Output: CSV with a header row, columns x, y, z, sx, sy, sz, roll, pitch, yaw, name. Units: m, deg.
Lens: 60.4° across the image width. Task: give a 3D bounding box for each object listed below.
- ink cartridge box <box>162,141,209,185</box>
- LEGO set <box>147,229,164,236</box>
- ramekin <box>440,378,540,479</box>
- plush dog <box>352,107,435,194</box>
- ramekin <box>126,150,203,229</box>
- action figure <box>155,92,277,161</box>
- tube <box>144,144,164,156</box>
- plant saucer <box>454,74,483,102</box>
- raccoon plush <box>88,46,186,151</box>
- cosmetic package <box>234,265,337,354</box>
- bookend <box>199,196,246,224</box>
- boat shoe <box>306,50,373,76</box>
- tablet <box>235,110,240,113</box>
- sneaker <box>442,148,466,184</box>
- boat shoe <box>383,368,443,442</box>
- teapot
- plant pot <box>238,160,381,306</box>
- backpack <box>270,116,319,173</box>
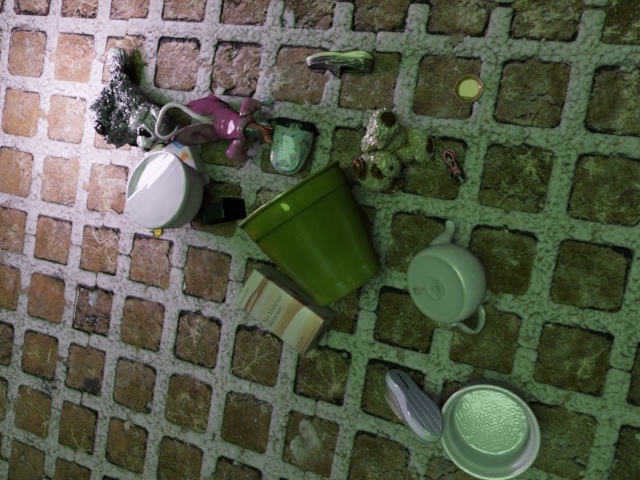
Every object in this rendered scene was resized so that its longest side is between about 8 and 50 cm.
x,y,z,sx,sy,sz,roll,pitch,yaw,name
-0.487,-0.273,1.998,0.105,0.062,0.181,-25,83,20,ink cartridge box
-0.572,-0.069,2.024,0.227,0.087,0.093,-21,84,21,LEGO set
0.497,0.542,1.617,0.278,0.135,0.276,1,93,20,ramekin
0.185,-0.259,1.685,0.211,0.263,0.225,20,89,52,plush dog
-0.526,-0.163,1.894,0.273,0.127,0.272,-5,80,27,ramekin
-0.311,-0.400,1.824,0.371,0.276,0.247,16,95,33,action figure
-0.575,-0.248,2.037,0.070,0.062,0.240,-23,76,-21,tube
0.450,-0.459,1.666,0.084,0.015,0.083,1,91,20,plant saucer
-0.647,-0.523,1.961,0.300,0.216,0.445,-9,89,23,raccoon plush
-0.116,0.228,1.840,0.296,0.129,0.153,33,104,17,cosmetic package
-0.365,-0.100,1.908,0.158,0.156,0.072,-9,89,22,bookend
0.060,-0.566,1.775,0.224,0.080,0.073,0,87,16,boat shoe
-0.319,-0.433,1.960,0.084,0.006,0.054,0,91,20,tablet
0.403,-0.224,1.670,0.047,0.057,0.119,-29,83,17,sneaker
0.276,0.508,1.653,0.109,0.302,0.094,2,112,-17,boat shoe
0.396,0.117,1.624,0.253,0.187,0.255,40,132,34,teapot
0.000,0.000,1.698,0.367,0.366,0.352,-33,92,18,plant pot
-0.101,-0.311,1.826,0.152,0.115,0.181,15,100,17,backpack
